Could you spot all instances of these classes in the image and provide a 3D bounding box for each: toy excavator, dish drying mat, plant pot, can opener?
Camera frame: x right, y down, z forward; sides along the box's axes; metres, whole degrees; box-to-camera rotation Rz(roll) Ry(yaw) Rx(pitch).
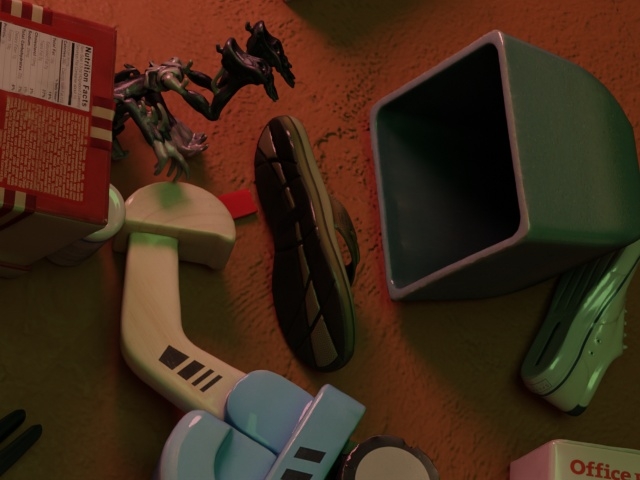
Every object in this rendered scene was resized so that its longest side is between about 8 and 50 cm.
[{"bbox_3d":[-0.097,0.196,1.834,0.445,0.222,0.433,31,61,1],"label":"toy excavator"},{"bbox_3d":[-0.114,-0.035,2.011,0.083,0.008,0.032,-17,78,-26],"label":"dish drying mat"},{"bbox_3d":[0.238,-0.068,2.041,0.252,0.247,0.248,7,68,-34],"label":"plant pot"},{"bbox_3d":[-0.356,0.236,1.785,0.186,0.073,0.059,-32,77,-38],"label":"can opener"}]

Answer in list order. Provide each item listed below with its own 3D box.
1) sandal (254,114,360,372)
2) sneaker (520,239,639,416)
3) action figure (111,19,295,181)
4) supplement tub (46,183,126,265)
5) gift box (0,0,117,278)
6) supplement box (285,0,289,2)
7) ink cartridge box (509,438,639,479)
[{"bbox_3d":[0.001,-0.002,1.989,0.086,0.120,0.303,2,69,-36],"label":"sandal"},{"bbox_3d":[0.327,0.096,2.106,0.091,0.094,0.258,45,64,-22],"label":"sneaker"},{"bbox_3d":[-0.170,-0.138,1.933,0.164,0.275,0.141,-70,138,-64],"label":"action figure"},{"bbox_3d":[-0.258,-0.019,1.887,0.071,0.107,0.071,10,67,-25],"label":"supplement tub"},{"bbox_3d":[-0.382,-0.117,1.787,0.276,0.258,0.255,17,66,-31],"label":"gift box"},{"bbox_3d":[0.020,-0.403,2.145,0.220,0.114,0.111,-37,88,-27],"label":"supplement box"},{"bbox_3d":[0.321,0.380,1.968,0.201,0.117,0.278,11,68,-18],"label":"ink cartridge box"}]
